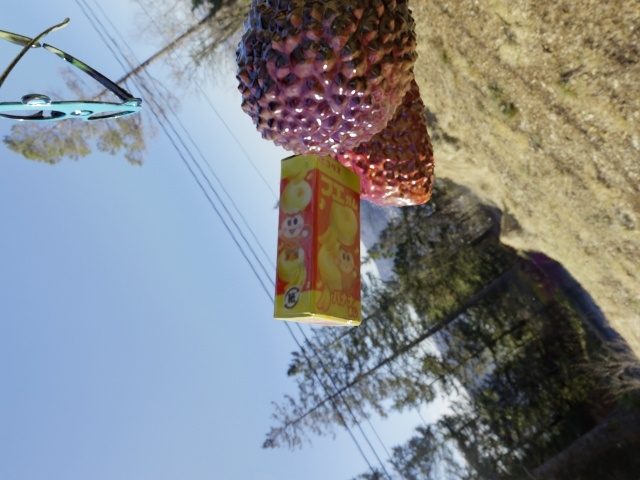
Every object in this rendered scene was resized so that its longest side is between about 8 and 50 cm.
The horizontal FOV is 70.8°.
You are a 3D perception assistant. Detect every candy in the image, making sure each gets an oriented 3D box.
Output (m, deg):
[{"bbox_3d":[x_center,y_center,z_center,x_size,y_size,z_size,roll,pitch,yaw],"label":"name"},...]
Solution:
[{"bbox_3d":[0.000,0.000,0.760,0.146,0.087,0.277,18,-113,-50],"label":"candy"}]

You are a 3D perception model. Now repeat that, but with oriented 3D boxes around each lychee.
[{"bbox_3d":[0.006,-0.178,0.433,0.188,0.188,0.188,54,-176,-5],"label":"lychee"}]

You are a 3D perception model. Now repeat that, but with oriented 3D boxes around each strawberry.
[{"bbox_3d":[0.087,-0.218,0.937,0.292,0.291,0.344,46,-149,-68],"label":"strawberry"}]

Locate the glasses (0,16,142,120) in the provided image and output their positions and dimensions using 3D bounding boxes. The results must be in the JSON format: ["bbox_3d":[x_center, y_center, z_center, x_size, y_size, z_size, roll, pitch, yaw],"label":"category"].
[{"bbox_3d":[-0.424,-0.262,0.726,0.239,0.102,0.207,-17,-113,-51],"label":"glasses"}]
